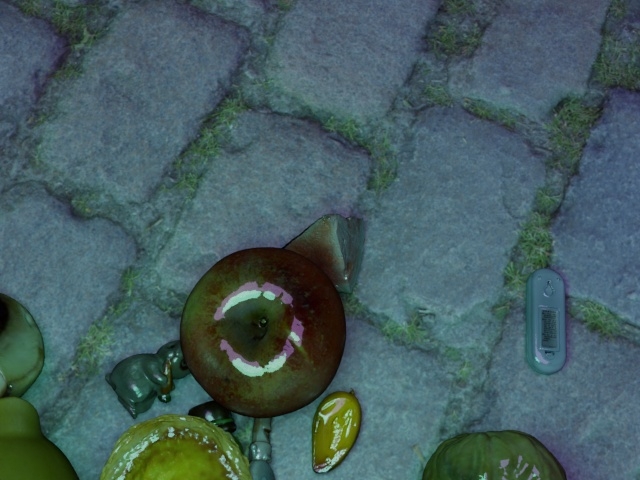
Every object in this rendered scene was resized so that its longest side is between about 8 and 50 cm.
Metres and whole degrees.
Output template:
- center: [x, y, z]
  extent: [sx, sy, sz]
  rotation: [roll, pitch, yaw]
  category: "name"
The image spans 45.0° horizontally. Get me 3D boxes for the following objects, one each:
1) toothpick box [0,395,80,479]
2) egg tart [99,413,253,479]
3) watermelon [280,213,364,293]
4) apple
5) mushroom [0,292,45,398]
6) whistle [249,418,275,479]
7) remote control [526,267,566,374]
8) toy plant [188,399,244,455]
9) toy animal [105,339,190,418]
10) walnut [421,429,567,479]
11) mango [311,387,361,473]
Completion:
- center: [-0.608, 0.531, 1.339]
  extent: [0.408, 0.409, 0.425]
  rotation: [-16, 65, -9]
  category: "toothpick box"
- center: [-0.276, 0.487, 1.457]
  extent: [0.318, 0.128, 0.319]
  rotation: [6, 73, -18]
  category: "egg tart"
- center: [-0.002, 0.001, 1.715]
  extent: [0.207, 0.202, 0.136]
  rotation: [4, 30, -4]
  category: "watermelon"
- center: [-0.111, 0.184, 1.568]
  extent: [0.348, 0.277, 0.349]
  rotation: [0, 71, 0]
  category: "apple"
- center: [-0.722, 0.235, 1.607]
  extent: [0.292, 0.212, 0.217]
  rotation: [42, 117, 0]
  category: "mushroom"
- center: [-0.127, 0.458, 1.565]
  extent: [0.057, 0.107, 0.220]
  rotation: [-12, 55, 21]
  category: "whistle"
- center: [0.504, 0.176, 1.723]
  extent: [0.087, 0.047, 0.244]
  rotation: [5, 68, 2]
  category: "remote control"
- center: [-0.210, 0.412, 1.577]
  extent: [0.092, 0.093, 0.162]
  rotation: [-18, 74, -9]
  category: "toy plant"
- center: [-0.330, 0.259, 1.618]
  extent: [0.138, 0.108, 0.236]
  rotation: [41, 72, 12]
  category: "toy animal"
- center: [0.330, 0.501, 1.483]
  extent: [0.281, 0.253, 0.277]
  rotation: [7, 68, -1]
  category: "walnut"
- center: [0.030, 0.395, 1.609]
  extent: [0.101, 0.066, 0.188]
  rotation: [19, 75, -4]
  category: "mango"
